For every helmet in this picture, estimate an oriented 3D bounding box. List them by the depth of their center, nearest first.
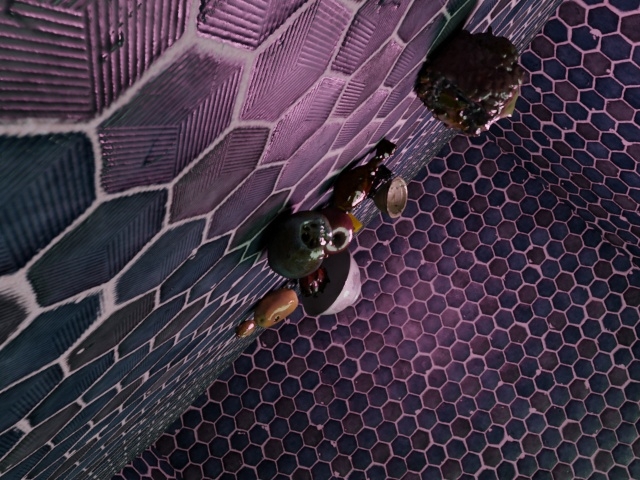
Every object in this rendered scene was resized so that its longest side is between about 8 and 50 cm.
[{"bbox_3d":[0.318,-0.218,2.117,0.258,0.137,0.203,2,97,-60],"label":"helmet"}]

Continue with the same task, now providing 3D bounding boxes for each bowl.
[{"bbox_3d":[0.099,0.256,2.426,0.435,0.196,0.434,-41,-148,33],"label":"bowl"}]

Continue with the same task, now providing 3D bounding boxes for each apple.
[{"bbox_3d":[0.031,-0.034,1.381,0.154,0.120,0.153,-13,125,-20],"label":"apple"}]

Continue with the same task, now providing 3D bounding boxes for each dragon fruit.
[{"bbox_3d":[-0.038,0.207,2.308,0.182,0.182,0.188,-47,-156,7],"label":"dragon fruit"}]

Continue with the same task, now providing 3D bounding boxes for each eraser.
[{"bbox_3d":[0.123,-0.078,1.882,0.045,0.097,0.122,-46,174,21],"label":"eraser"}]

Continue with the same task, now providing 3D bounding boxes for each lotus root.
[{"bbox_3d":[-0.073,0.023,1.124,0.157,0.140,0.322,-70,-170,-24],"label":"lotus root"},{"bbox_3d":[-0.354,0.416,2.055,0.152,0.063,0.072,-29,136,-48],"label":"lotus root"}]

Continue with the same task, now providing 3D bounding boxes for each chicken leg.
[{"bbox_3d":[0.132,-0.204,1.274,0.304,0.093,0.113,-51,-165,-30],"label":"chicken leg"}]

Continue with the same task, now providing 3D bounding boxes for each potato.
[{"bbox_3d":[-0.209,0.308,1.982,0.234,0.146,0.150,-28,120,-30],"label":"potato"}]

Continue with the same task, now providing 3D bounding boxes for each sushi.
[{"bbox_3d":[0.380,-0.382,1.074,0.170,0.237,0.270,-54,170,-2],"label":"sushi"}]

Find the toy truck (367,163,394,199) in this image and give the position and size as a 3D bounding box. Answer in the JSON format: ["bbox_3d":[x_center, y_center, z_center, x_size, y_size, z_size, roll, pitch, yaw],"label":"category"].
[{"bbox_3d":[0.218,-0.228,1.699,0.147,0.065,0.079,-47,177,-7],"label":"toy truck"}]

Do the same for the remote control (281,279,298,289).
[{"bbox_3d":[-0.160,0.236,2.258,0.072,0.042,0.222,-49,174,6],"label":"remote control"}]

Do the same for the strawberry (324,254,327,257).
[{"bbox_3d":[-0.049,0.016,1.525,0.208,0.086,0.167,-20,149,-5],"label":"strawberry"}]

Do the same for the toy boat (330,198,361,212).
[{"bbox_3d":[0.082,-0.114,1.442,0.078,0.085,0.260,-45,174,-17],"label":"toy boat"}]
